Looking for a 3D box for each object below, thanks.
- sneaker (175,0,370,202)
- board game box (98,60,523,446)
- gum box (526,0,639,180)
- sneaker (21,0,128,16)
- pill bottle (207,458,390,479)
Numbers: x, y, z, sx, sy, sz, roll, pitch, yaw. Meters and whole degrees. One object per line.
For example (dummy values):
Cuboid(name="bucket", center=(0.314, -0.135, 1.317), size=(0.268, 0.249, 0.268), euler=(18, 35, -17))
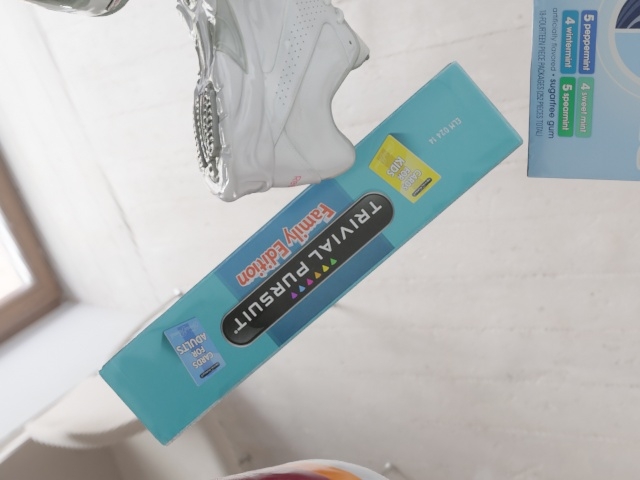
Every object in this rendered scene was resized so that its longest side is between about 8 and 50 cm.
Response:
Cuboid(name="sneaker", center=(-0.028, -0.139, 0.664), size=(0.090, 0.115, 0.232), euler=(165, 101, -66))
Cuboid(name="board game box", center=(0.000, 0.000, 0.849), size=(0.336, 0.254, 0.079), euler=(-41, 92, 8))
Cuboid(name="gum box", center=(0.236, -0.117, 0.709), size=(0.185, 0.041, 0.156), euler=(3, 118, 15))
Cuboid(name="sneaker", center=(-0.350, -0.320, 1.040), size=(0.331, 0.146, 0.122), euler=(22, 107, -5))
Cuboid(name="pill bottle", center=(-0.103, 0.242, 0.511), size=(0.224, 0.392, 0.223), euler=(-1, 88, 38))
